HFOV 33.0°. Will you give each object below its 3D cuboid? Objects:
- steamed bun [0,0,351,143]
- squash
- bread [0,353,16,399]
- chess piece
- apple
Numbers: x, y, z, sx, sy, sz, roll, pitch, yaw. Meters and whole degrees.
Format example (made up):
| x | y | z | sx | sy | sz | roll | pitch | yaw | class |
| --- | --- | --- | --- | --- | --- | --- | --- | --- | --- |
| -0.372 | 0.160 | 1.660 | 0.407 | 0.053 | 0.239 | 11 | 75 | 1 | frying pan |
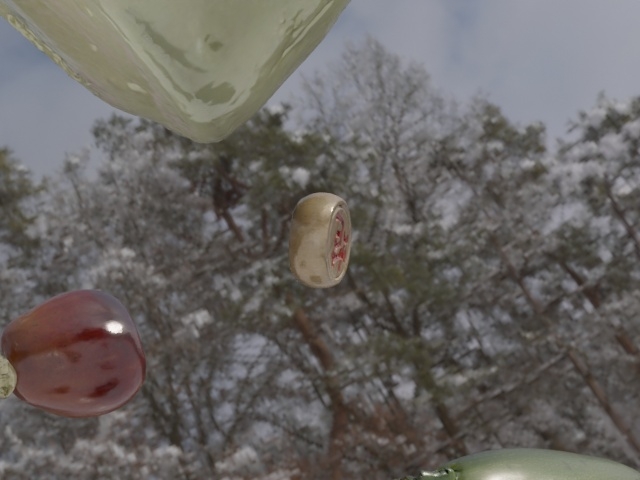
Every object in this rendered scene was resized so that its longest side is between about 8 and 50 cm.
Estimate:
| x | y | z | sx | sy | sz | roll | pitch | yaw | class |
| --- | --- | --- | --- | --- | --- | --- | --- | --- | --- |
| -0.097 | -0.283 | 0.908 | 0.371 | 0.290 | 0.456 | -47 | -13 | -3 | steamed bun |
| 0.159 | 0.192 | 0.777 | 0.331 | 0.087 | 0.087 | 15 | -52 | -43 | squash |
| -0.331 | 0.042 | 0.800 | 0.039 | 0.181 | 0.251 | -56 | -23 | -13 | bread |
| 0.000 | 0.000 | 0.939 | 0.038 | 0.084 | 0.084 | 6 | -25 | 16 | chess piece |
| -0.297 | 0.137 | 1.293 | 0.158 | 0.156 | 0.147 | -11 | -12 | -23 | apple |
